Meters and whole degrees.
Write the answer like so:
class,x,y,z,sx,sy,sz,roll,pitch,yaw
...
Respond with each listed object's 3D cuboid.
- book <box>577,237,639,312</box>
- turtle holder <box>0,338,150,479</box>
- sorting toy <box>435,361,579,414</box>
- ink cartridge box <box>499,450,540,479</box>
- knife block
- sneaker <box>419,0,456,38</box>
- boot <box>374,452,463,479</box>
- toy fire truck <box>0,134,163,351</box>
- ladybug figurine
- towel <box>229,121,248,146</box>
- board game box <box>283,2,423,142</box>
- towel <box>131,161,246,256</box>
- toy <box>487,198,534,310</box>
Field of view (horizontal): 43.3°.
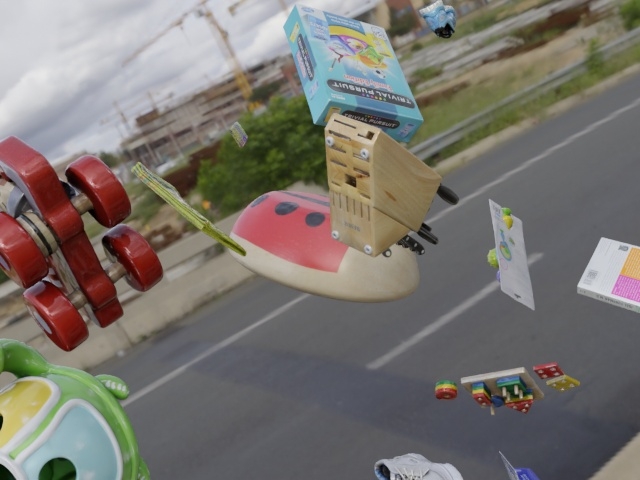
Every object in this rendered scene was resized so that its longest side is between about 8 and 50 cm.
class,x,y,z,sx,sy,sz,roll,pitch,yaw
book,0.457,0.057,1.156,0.144,0.035,0.096,20,61,30
turtle holder,-0.405,0.297,1.177,0.243,0.320,0.227,6,11,16
sorting toy,0.378,0.312,1.625,0.275,0.132,0.046,-15,50,25
ink cartridge box,0.514,0.657,1.876,0.065,0.332,0.165,-20,3,1
knife block,0.122,-0.094,1.218,0.088,0.275,0.242,25,45,35
sneaker,0.259,-0.465,1.739,0.063,0.073,0.162,-22,-1,25
boot,0.222,0.560,1.873,0.123,0.095,0.258,-2,-3,-22
toy fire truck,-0.374,-0.013,1.096,0.254,0.302,0.169,27,57,37
ladybug figurine,0.000,0.000,1.680,0.449,0.161,0.305,15,18,29
towel,-0.225,-0.293,2.219,0.009,0.060,0.083,-28,19,19
board game box,0.073,-0.393,1.883,0.254,0.336,0.079,6,-41,-30
towel,-0.204,-0.051,1.246,0.237,0.102,0.021,36,91,44
toy,0.418,0.037,1.830,0.056,0.137,0.237,-24,52,39
